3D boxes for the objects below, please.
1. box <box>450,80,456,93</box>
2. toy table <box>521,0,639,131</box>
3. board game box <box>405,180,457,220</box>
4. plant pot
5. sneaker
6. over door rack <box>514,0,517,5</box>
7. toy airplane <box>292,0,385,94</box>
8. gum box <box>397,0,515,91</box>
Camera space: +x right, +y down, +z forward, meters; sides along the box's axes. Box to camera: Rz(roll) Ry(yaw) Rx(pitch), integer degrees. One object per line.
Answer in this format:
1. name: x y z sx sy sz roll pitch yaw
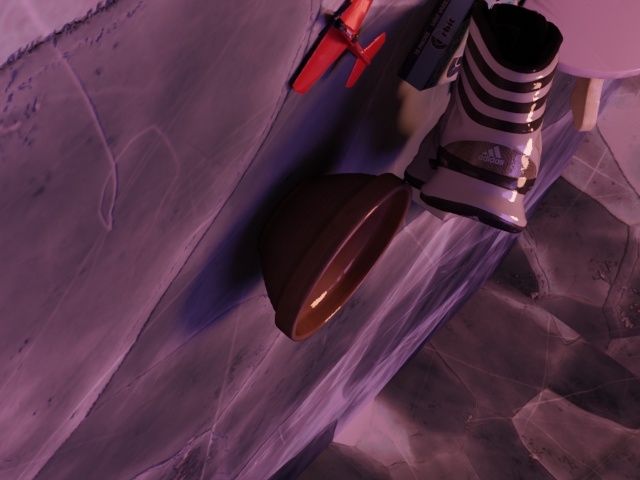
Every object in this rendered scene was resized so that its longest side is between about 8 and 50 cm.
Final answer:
1. box: 0.226 -0.260 1.531 0.067 0.018 0.083 -49 166 -14
2. toy table: 0.433 -0.323 1.652 0.161 0.275 0.252 117 -20 -72
3. board game box: 0.271 -0.155 1.780 0.224 0.098 0.303 -57 167 13
4. plant pot: 0.000 0.000 1.246 0.237 0.110 0.237 -50 166 -17
5. sneaker: 0.228 -0.163 1.301 0.447 0.169 0.257 -71 180 -82
6. over door rack: 0.406 -0.468 1.421 0.239 0.108 0.324 -44 163 -36
7. toy airplane: 0.029 -0.198 1.021 0.151 0.028 0.151 -50 165 -18
8. gum box: 0.187 -0.277 1.311 0.184 0.041 0.157 -27 151 -59
